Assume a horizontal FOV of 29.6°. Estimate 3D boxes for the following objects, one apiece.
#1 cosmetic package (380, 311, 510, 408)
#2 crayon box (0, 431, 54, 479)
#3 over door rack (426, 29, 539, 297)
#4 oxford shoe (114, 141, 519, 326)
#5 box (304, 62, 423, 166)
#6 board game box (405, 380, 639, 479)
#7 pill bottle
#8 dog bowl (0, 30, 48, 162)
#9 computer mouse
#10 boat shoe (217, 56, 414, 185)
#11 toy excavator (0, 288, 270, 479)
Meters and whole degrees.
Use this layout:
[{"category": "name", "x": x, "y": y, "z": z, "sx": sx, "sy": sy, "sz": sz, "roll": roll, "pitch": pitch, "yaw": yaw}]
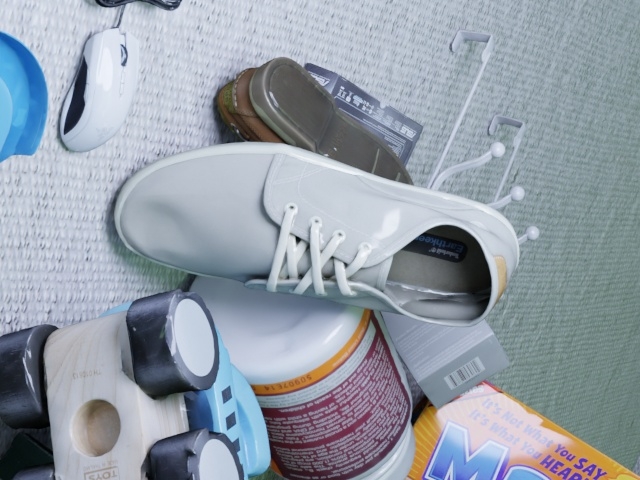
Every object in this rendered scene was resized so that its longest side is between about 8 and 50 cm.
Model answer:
[{"category": "cosmetic package", "x": 0.141, "y": 0.095, "z": 1.670, "sx": 0.127, "sy": 0.238, "sz": 0.107, "roll": -32, "pitch": 141, "yaw": 3}, {"category": "crayon box", "x": -0.304, "y": 0.379, "z": 1.421, "sx": 0.202, "sy": 0.081, "sz": 0.318, "roll": -55, "pitch": 146, "yaw": -14}, {"category": "over door rack", "x": 0.241, "y": -0.104, "z": 1.711, "sx": 0.239, "sy": 0.108, "sz": 0.324, "roll": 56, "pitch": 42, "yaw": -53}, {"category": "oxford shoe", "x": 0.000, "y": 0.000, "z": 1.308, "sx": 0.130, "sy": 0.449, "sz": 0.169, "roll": -87, "pitch": -172, "yaw": -60}, {"category": "box", "x": 0.024, "y": -0.105, "z": 1.560, "sx": 0.231, "sy": 0.056, "sz": 0.183, "roll": 20, "pitch": 96, "yaw": -55}, {"category": "board game box", "x": 0.244, "y": 0.442, "z": 1.842, "sx": 0.356, "sy": 0.356, "sz": 0.356, "roll": -57, "pitch": 173, "yaw": -9}, {"category": "pill bottle", "x": -0.008, "y": 0.179, "z": 1.557, "sx": 0.224, "sy": 0.224, "sz": 0.392, "roll": -49, "pitch": 143, "yaw": -21}, {"category": "dog bowl", "x": -0.355, "y": -0.056, "z": 1.070, "sx": 0.166, "sy": 0.074, "sz": 0.297, "roll": 18, "pitch": 97, "yaw": -56}, {"category": "computer mouse", "x": -0.205, "y": -0.174, "z": 1.220, "sx": 0.106, "sy": 0.042, "sz": 0.193, "roll": 3, "pitch": 109, "yaw": -55}, {"category": "boat shoe", "x": 0.006, "y": -0.085, "z": 1.415, "sx": 0.307, "sy": 0.104, "sz": 0.110, "roll": 50, "pitch": 50, "yaw": -22}, {"category": "toy excavator", "x": -0.127, "y": 0.291, "z": 1.338, "sx": 0.445, "sy": 0.222, "sz": 0.433, "roll": 25, "pitch": 51, "yaw": -64}]
